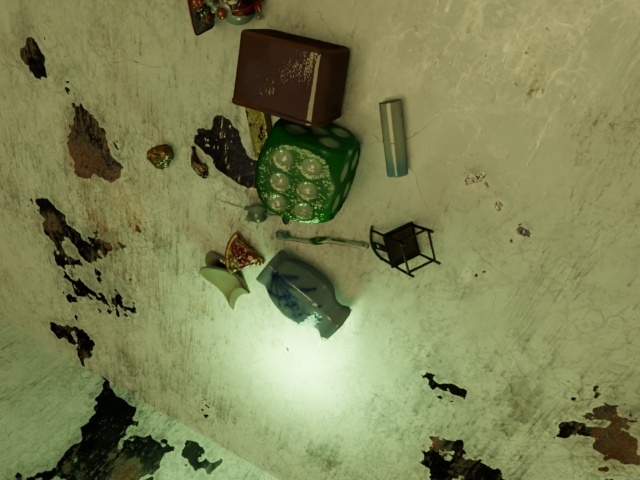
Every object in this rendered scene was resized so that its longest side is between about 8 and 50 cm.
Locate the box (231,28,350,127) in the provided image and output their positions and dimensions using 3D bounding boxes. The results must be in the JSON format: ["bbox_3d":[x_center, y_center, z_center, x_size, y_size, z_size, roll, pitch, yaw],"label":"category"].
[{"bbox_3d":[-0.092,-0.543,1.440,0.339,0.239,0.230,21,120,15],"label":"box"}]

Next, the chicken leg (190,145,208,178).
[{"bbox_3d":[-0.528,-0.332,1.884,0.062,0.037,0.145,-29,103,12],"label":"chicken leg"}]

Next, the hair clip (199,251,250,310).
[{"bbox_3d":[-0.458,0.178,2.090,0.282,0.113,0.172,39,126,-5],"label":"hair clip"}]

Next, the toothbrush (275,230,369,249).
[{"bbox_3d":[0.001,0.004,1.807,0.417,0.042,0.040,9,132,21],"label":"toothbrush"}]

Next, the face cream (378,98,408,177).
[{"bbox_3d":[0.249,-0.342,1.478,0.077,0.077,0.250,2,116,25],"label":"face cream"}]

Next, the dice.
[{"bbox_3d":[-0.041,-0.249,1.534,0.287,0.300,0.297,23,123,11],"label":"dice"}]

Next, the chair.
[{"bbox_3d":[0.304,0.022,1.621,0.260,0.141,0.155,33,143,65],"label":"chair"}]

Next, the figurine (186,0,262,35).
[{"bbox_3d":[-0.299,-0.784,1.460,0.226,0.183,0.160,4,127,10],"label":"figurine"}]

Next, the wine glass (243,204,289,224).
[{"bbox_3d":[-0.228,-0.109,1.833,0.195,0.079,0.079,4,118,22],"label":"wine glass"}]

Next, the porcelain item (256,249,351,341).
[{"bbox_3d":[-0.073,0.233,1.883,0.405,0.178,0.242,42,127,3],"label":"porcelain item"}]

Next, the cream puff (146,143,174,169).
[{"bbox_3d":[-0.692,-0.361,1.900,0.122,0.116,0.094,-16,96,47],"label":"cream puff"}]

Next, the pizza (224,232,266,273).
[{"bbox_3d":[-0.343,0.065,1.978,0.193,0.053,0.201,5,102,8],"label":"pizza"}]

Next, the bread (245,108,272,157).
[{"bbox_3d":[-0.231,-0.427,1.681,0.088,0.049,0.226,3,118,24],"label":"bread"}]
